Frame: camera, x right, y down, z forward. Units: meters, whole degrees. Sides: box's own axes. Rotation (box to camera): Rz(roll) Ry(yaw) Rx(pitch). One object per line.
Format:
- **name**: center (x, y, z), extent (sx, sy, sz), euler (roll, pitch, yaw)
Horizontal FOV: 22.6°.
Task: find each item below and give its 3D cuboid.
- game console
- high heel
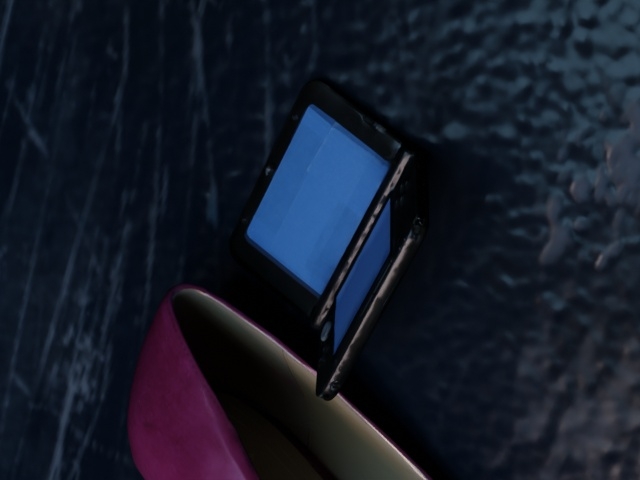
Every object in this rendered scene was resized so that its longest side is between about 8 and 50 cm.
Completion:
- **game console**: center (0.000, 0.000, 0.822), extent (0.071, 0.107, 0.122), euler (21, 121, -10)
- **high heel**: center (0.050, 0.163, 0.808), extent (0.377, 0.127, 0.181), euler (21, 129, 26)
